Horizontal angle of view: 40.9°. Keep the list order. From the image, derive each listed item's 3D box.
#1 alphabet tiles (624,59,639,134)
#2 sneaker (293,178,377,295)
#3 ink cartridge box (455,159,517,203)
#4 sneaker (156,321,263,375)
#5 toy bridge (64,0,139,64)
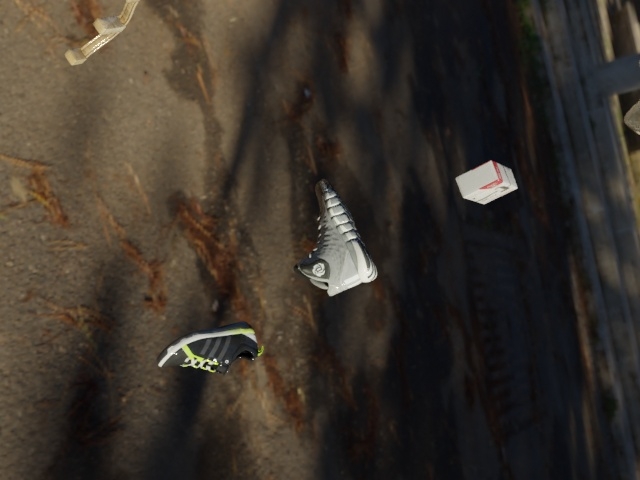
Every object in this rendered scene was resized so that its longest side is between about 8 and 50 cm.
[{"bbox_3d":[0.524,-0.219,1.076,0.021,0.278,0.284,38,15,-31],"label":"alphabet tiles"},{"bbox_3d":[0.000,0.000,1.518,0.086,0.132,0.229,50,13,-52],"label":"sneaker"},{"bbox_3d":[0.399,-0.137,2.056,0.135,0.099,0.056,8,59,-57],"label":"ink cartridge box"},{"bbox_3d":[-0.226,0.241,1.812,0.234,0.084,0.097,-14,69,-30],"label":"sneaker"},{"bbox_3d":[-0.356,-0.365,1.454,0.026,0.188,0.063,54,30,0],"label":"toy bridge"}]
